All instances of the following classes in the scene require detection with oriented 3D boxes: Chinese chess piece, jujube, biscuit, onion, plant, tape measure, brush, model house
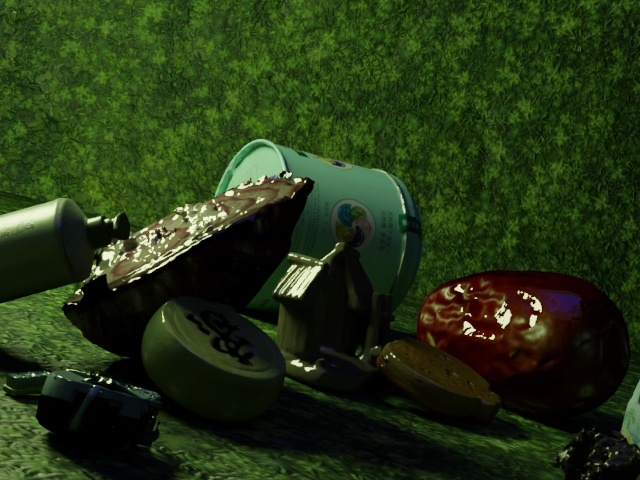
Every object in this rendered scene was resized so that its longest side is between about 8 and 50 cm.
[{"bbox_3d":[-0.102,0.113,1.122,0.144,0.058,0.144,26,19,-10],"label":"Chinese chess piece"},{"bbox_3d":[0.284,0.141,1.659,0.223,0.223,0.318,12,-4,-40],"label":"jujube"},{"bbox_3d":[0.147,0.183,1.450,0.170,0.050,0.170,25,12,-6],"label":"biscuit"},{"bbox_3d":[-0.126,0.035,1.287,0.280,0.146,0.314,-20,10,12],"label":"onion"},{"bbox_3d":[0.304,0.233,1.130,0.174,0.085,0.087,16,-39,59],"label":"plant"},{"bbox_3d":[-0.171,0.132,0.900,0.094,0.054,0.091,16,-3,-9],"label":"tape measure"},{"bbox_3d":[-0.237,0.126,1.014,0.018,0.021,0.083,14,1,40],"label":"brush"},{"bbox_3d":[0.020,0.096,1.489,0.122,0.188,0.229,-1,-4,23],"label":"model house"}]

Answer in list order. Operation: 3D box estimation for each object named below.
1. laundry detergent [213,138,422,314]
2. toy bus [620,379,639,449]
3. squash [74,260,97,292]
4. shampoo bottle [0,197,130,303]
[{"bbox_3d":[0.000,0.000,1.978,0.305,0.287,0.287,12,4,-29],"label":"laundry detergent"},{"bbox_3d":[0.408,0.223,1.195,0.109,0.136,0.329,12,2,-4],"label":"toy bus"},{"bbox_3d":[-0.247,0.061,1.605,0.087,0.087,0.331,15,2,17],"label":"squash"},{"bbox_3d":[-0.303,0.014,1.160,0.234,0.087,0.118,-15,11,3],"label":"shampoo bottle"}]
